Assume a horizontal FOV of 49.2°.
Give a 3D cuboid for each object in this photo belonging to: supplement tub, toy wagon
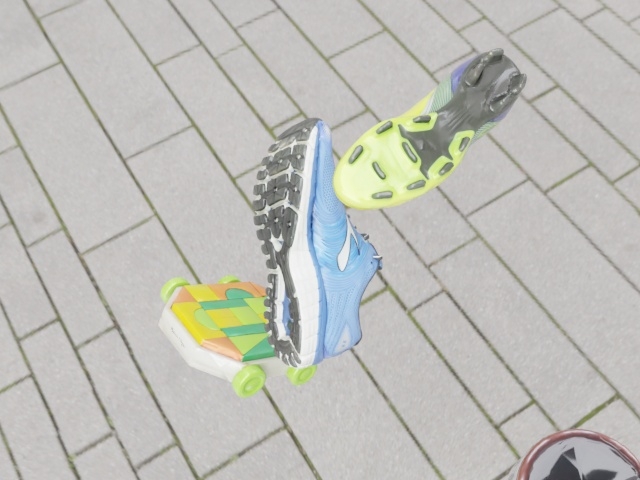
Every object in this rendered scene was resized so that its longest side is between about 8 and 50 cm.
[{"bbox_3d":[0.219,0.233,0.624,0.106,0.198,0.106,-3,66,8],"label":"supplement tub"},{"bbox_3d":[-0.116,0.153,1.256,0.344,0.068,0.267,-1,34,-45],"label":"toy wagon"}]

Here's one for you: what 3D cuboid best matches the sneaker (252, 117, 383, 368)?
[{"bbox_3d":[0.000,0.000,0.951,0.147,0.130,0.329,-4,94,-34],"label":"sneaker"}]

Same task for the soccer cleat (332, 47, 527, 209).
[{"bbox_3d":[0.123,-0.115,0.804,0.289,0.121,0.093,-39,89,-24],"label":"soccer cleat"}]
